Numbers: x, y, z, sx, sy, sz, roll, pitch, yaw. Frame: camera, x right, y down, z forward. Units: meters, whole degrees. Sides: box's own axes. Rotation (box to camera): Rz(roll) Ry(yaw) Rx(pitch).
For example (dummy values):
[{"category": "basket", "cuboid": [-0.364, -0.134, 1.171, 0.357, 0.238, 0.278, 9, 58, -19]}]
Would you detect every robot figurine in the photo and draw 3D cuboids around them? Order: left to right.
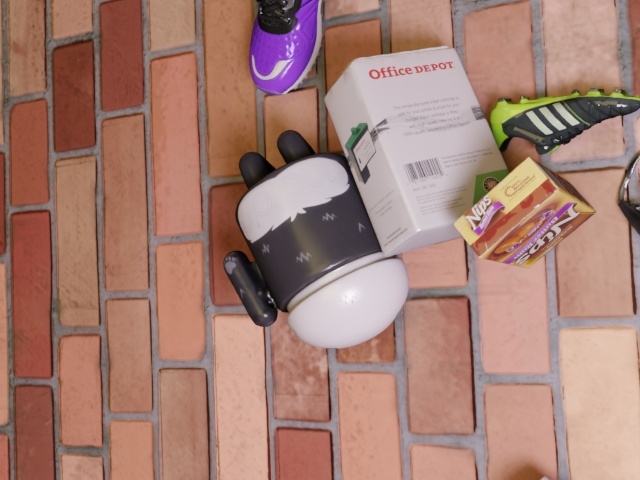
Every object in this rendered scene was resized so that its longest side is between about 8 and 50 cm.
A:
[{"category": "robot figurine", "cuboid": [-0.001, 0.001, 1.076, 0.209, 0.174, 0.278, -43, 69, 44]}]

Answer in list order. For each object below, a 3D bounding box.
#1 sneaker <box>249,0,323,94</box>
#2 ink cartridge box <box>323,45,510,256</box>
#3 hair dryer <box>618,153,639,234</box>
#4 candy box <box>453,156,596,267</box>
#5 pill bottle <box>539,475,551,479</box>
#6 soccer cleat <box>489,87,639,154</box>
[{"category": "sneaker", "cuboid": [-0.052, -0.347, 1.126, 0.102, 0.146, 0.293, 20, 96, 26]}, {"category": "ink cartridge box", "cuboid": [0.120, -0.110, 1.016, 0.092, 0.160, 0.219, -43, 64, 59]}, {"category": "hair dryer", "cuboid": [0.420, 0.040, 0.899, 0.224, 0.080, 0.293, -1, 74, 58]}, {"category": "candy box", "cuboid": [0.234, -0.026, 0.947, 0.109, 0.187, 0.053, -43, 68, 19]}, {"category": "pill bottle", "cuboid": [0.296, 0.351, 0.951, 0.169, 0.094, 0.094, 42, 106, 21]}, {"category": "soccer cleat", "cuboid": [0.289, -0.140, 1.002, 0.179, 0.060, 0.072, -2, 97, 33]}]
